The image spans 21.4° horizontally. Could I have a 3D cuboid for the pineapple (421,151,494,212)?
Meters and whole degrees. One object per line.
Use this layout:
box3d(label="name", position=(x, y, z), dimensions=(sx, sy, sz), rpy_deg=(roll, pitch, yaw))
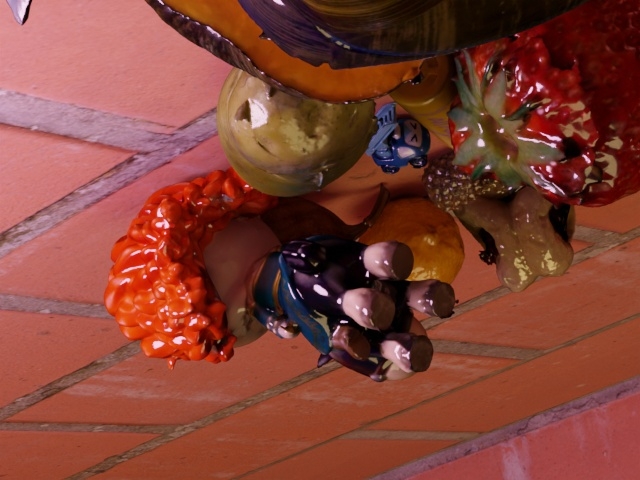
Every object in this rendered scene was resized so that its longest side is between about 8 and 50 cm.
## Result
box3d(label="pineapple", position=(0.203, -0.096, 2.089), dimensions=(0.159, 0.074, 0.074), rpy_deg=(-32, 155, 29))

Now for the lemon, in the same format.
box3d(label="lemon", position=(0.118, 0.014, 2.235), dimensions=(0.142, 0.142, 0.187), rpy_deg=(-11, 166, -7))

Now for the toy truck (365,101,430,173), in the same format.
box3d(label="toy truck", position=(0.084, -0.121, 1.954), dimensions=(0.073, 0.056, 0.090), rpy_deg=(-13, 150, 19))

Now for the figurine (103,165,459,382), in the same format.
box3d(label="figurine", position=(-0.048, 0.053, 1.917), dimensions=(0.412, 0.241, 0.306), rpy_deg=(13, 175, 12))

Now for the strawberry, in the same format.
box3d(label="strawberry", position=(0.269, -0.166, 1.707), dimensions=(0.288, 0.250, 0.238), rpy_deg=(-29, 134, -25))

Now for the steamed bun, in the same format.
box3d(label="steamed bun", position=(0.267, -0.015, 2.225), dimensions=(0.172, 0.155, 0.141), rpy_deg=(-19, 160, 14))

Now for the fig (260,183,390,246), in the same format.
box3d(label="fig", position=(0.000, 0.000, 2.147), dimensions=(0.201, 0.134, 0.146), rpy_deg=(-15, 178, -27))

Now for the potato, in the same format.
box3d(label="potato", position=(-0.022, -0.122, 1.726), dimensions=(0.169, 0.143, 0.248), rpy_deg=(0, 161, -5))

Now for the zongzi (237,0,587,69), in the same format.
box3d(label="zongzi", position=(0.134, -0.253, 1.217), dimensions=(0.403, 0.208, 0.432), rpy_deg=(-14, -176, -6))

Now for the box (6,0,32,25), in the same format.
box3d(label="box", position=(-0.146, -0.292, 1.054), dimensions=(0.206, 0.262, 0.291), rpy_deg=(-17, -157, -22))

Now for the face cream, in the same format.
box3d(label="face cream", position=(0.149, -0.147, 1.874), dimensions=(0.078, 0.078, 0.273), rpy_deg=(-19, 161, 17))

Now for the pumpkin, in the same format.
box3d(label="pumpkin", position=(-0.018, -0.175, 1.539), dimensions=(0.278, 0.163, 0.111), rpy_deg=(-11, 161, -3))
